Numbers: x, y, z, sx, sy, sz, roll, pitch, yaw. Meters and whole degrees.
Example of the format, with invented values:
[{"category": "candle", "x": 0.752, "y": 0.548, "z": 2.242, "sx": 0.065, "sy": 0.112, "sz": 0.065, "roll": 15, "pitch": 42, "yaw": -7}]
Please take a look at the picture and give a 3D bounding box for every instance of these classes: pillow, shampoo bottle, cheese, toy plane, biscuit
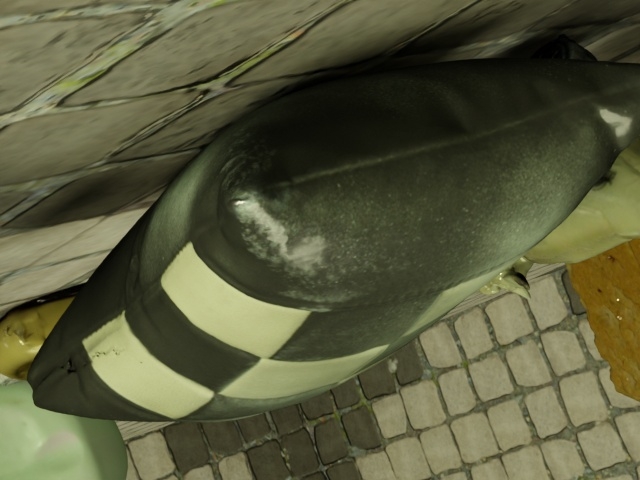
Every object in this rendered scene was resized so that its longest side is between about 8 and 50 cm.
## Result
[{"category": "pillow", "x": 0.000, "y": 0.000, "z": 0.700, "sx": 0.186, "sy": 0.106, "sz": 0.250, "roll": -17, "pitch": 169, "yaw": -30}, {"category": "shampoo bottle", "x": -0.253, "y": 0.190, "z": 1.314, "sx": 0.222, "sy": 0.151, "sz": 0.349, "roll": -25, "pitch": 174, "yaw": -12}, {"category": "cheese", "x": -0.159, "y": 0.062, "z": 1.032, "sx": 0.086, "sy": 0.036, "sz": 0.162, "roll": -17, "pitch": 172, "yaw": -25}, {"category": "toy plane", "x": 0.124, "y": -0.017, "z": 0.736, "sx": 0.108, "sy": 0.092, "sz": 0.286, "roll": -59, "pitch": -154, "yaw": -8}, {"category": "biscuit", "x": 0.187, "y": 0.036, "z": 0.817, "sx": 0.026, "sy": 0.131, "sz": 0.237, "roll": -33, "pitch": -161, "yaw": -18}]
